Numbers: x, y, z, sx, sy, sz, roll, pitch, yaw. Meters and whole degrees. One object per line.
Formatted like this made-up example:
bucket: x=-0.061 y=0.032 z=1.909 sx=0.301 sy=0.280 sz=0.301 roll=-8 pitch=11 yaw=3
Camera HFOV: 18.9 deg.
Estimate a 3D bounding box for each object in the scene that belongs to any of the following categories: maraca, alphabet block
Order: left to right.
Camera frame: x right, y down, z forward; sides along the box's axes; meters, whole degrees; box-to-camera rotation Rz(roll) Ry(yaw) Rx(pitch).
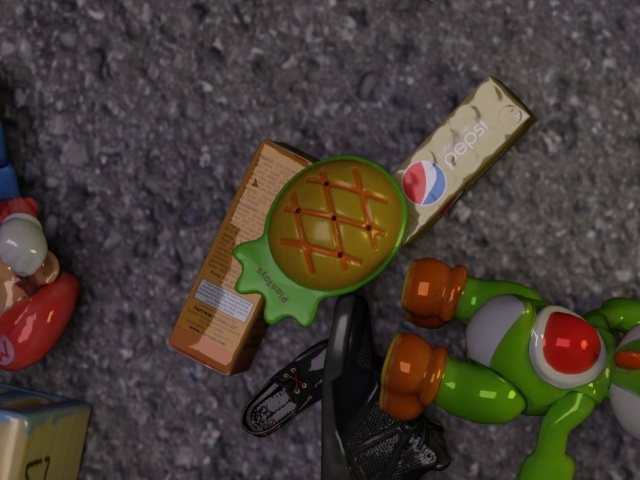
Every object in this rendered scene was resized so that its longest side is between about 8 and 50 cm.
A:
alphabet block: x=-0.367 y=0.248 z=1.962 sx=0.193 sy=0.192 sz=0.197 roll=12 pitch=91 yaw=15
maraca: x=0.000 y=0.000 z=1.853 sx=0.186 sy=0.099 sz=0.127 roll=-44 pitch=79 yaw=-4

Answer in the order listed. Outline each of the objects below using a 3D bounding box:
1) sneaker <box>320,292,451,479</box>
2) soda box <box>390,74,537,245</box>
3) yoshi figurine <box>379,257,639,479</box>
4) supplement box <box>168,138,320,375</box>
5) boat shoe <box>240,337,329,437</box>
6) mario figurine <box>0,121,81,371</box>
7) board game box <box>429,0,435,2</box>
sneaker: x=0.065 y=0.159 z=1.898 sx=0.130 sy=0.087 sz=0.227 roll=0 pitch=104 yaw=8
soda box: x=0.130 y=-0.078 z=1.907 sx=0.181 sy=0.058 sz=0.061 roll=-46 pitch=80 yaw=10
yoshi figurine: x=0.250 y=0.134 z=1.818 sx=0.362 sy=0.203 sz=0.203 roll=11 pitch=110 yaw=13
supplement box: x=-0.067 y=0.017 z=1.945 sx=0.080 sy=0.078 sz=0.233 roll=25 pitch=96 yaw=13
boat shoe: x=-0.026 y=0.151 z=1.954 sx=0.133 sy=0.042 sz=0.049 roll=-43 pitch=79 yaw=9
mario figurine: x=-0.362 y=-0.018 z=1.964 sx=0.170 sy=0.198 sz=0.320 roll=-20 pitch=81 yaw=0
board game box: x=0.088 y=-0.328 z=1.934 sx=0.103 sy=0.026 sz=0.154 roll=19 pitch=94 yaw=13
